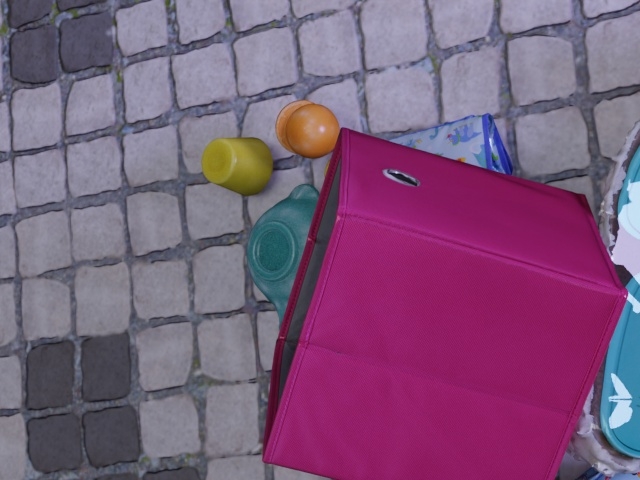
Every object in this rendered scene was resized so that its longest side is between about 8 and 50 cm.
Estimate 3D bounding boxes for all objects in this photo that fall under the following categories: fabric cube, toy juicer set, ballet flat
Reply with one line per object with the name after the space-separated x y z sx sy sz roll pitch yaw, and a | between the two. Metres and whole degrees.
0.105 0.074 1.292 0.258 0.254 0.259 15 111 -4 | fabric cube
0.000 0.000 1.520 0.209 0.089 0.329 -30 69 31 | toy juicer set
0.306 0.029 1.347 0.147 0.147 0.409 13 73 26 | ballet flat

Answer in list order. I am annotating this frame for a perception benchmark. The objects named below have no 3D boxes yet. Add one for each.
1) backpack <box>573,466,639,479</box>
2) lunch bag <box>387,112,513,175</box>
0.299 0.285 1.327 0.173 0.117 0.158 -43 75 8 | backpack
0.138 -0.049 1.467 0.128 0.096 0.151 -14 86 23 | lunch bag
